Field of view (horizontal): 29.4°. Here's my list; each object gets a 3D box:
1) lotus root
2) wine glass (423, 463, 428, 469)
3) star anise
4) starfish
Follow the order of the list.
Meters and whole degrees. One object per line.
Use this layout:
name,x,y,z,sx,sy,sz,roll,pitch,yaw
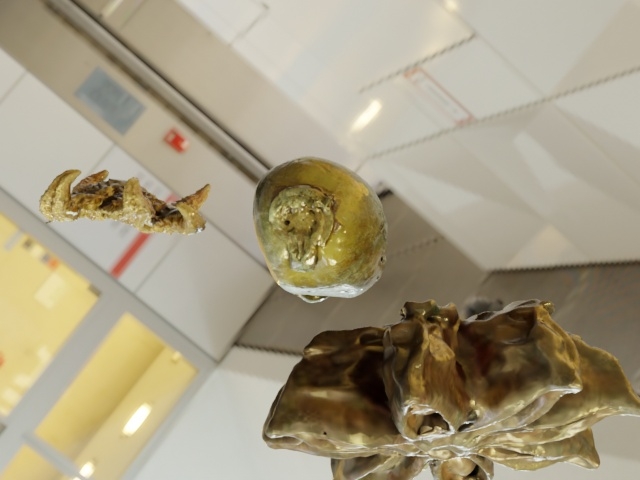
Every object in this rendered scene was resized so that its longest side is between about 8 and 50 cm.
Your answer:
lotus root,0.002,-0.002,0.772,0.088,0.088,0.165,-52,163,-11
wine glass,0.015,0.248,1.125,0.183,0.122,0.122,-48,-170,-28
star anise,0.076,0.095,0.786,0.223,0.236,0.109,112,-24,-64
starfish,-0.188,-0.036,1.204,0.238,0.216,0.071,22,-83,52
